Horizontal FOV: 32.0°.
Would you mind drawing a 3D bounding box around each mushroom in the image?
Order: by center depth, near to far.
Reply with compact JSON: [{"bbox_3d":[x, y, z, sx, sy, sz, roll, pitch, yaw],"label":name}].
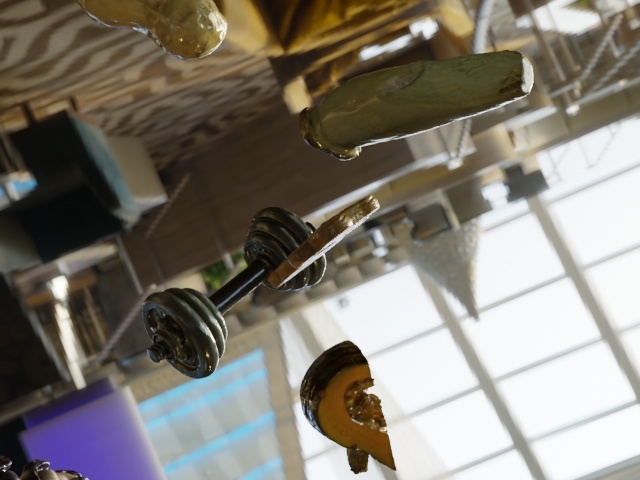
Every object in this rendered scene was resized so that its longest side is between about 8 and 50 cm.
[{"bbox_3d":[0.108,-0.177,1.416,0.107,0.087,0.333,18,158,-41],"label":"mushroom"}]

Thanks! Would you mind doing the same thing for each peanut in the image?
[{"bbox_3d":[-0.295,-0.389,1.769,0.147,0.319,0.147,-53,172,-11],"label":"peanut"}]

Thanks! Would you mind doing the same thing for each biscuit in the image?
[{"bbox_3d":[0.000,0.000,1.705,0.166,0.036,0.225,-37,177,-34],"label":"biscuit"}]

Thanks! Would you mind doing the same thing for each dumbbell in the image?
[{"bbox_3d":[-0.153,0.089,2.011,0.406,0.179,0.179,-39,-174,-31],"label":"dumbbell"}]

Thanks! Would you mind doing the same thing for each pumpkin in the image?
[{"bbox_3d":[0.039,0.295,1.874,0.126,0.248,0.131,-25,-157,-13],"label":"pumpkin"}]

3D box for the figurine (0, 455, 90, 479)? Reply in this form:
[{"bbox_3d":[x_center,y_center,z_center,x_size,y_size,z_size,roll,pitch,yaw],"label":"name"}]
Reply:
[{"bbox_3d":[-0.368,0.375,1.494,0.145,0.145,0.222,-25,152,27],"label":"figurine"}]
